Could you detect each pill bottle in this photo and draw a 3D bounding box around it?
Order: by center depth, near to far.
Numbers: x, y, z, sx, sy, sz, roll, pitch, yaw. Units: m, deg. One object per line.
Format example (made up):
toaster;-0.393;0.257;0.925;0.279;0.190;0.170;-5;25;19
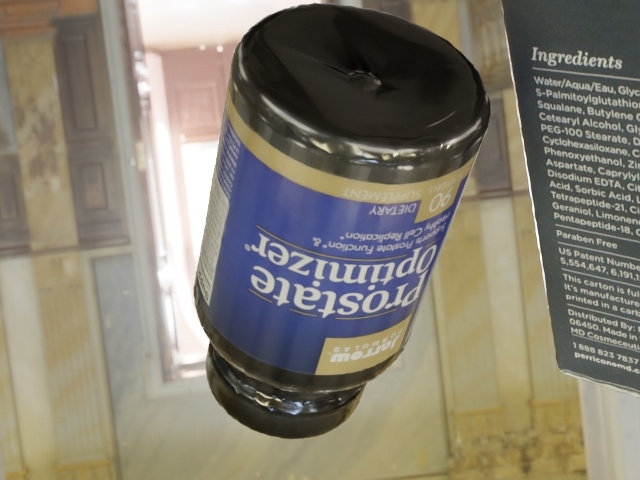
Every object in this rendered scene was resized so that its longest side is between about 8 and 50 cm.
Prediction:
pill bottle;0.000;0.000;0.570;0.122;0.219;0.123;8;-138;-7

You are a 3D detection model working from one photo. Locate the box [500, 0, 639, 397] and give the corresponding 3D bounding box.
box;0.296;-0.117;0.751;0.212;0.396;0.293;13;-136;38
